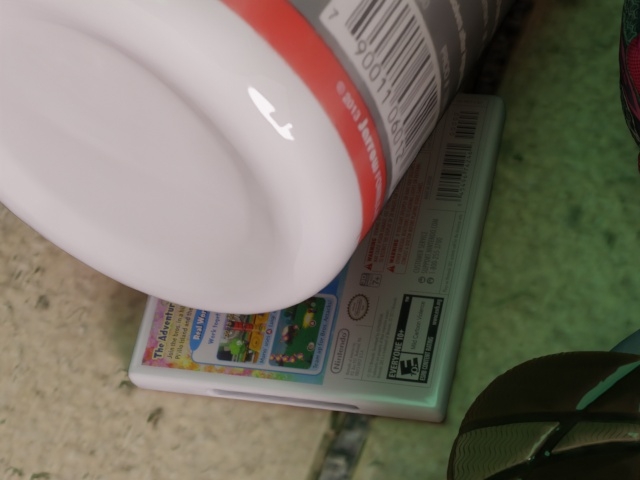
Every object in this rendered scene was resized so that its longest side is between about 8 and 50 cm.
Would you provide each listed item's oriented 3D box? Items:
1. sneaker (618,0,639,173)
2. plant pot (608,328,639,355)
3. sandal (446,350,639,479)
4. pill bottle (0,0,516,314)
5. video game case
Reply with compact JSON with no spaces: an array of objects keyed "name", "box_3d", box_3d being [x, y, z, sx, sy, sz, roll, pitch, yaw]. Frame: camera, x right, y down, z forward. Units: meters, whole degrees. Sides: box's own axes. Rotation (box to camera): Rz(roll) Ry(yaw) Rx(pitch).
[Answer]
[{"name":"sneaker","box_3d":[0.205,-0.160,0.838,0.121,0.112,0.299,9,74,23]},{"name":"plant pot","box_3d":[0.179,0.122,0.665,0.290,0.195,0.290,-6,60,11]},{"name":"sandal","box_3d":[0.138,0.084,0.553,0.219,0.060,0.090,4,56,33]},{"name":"pill bottle","box_3d":[0.000,-0.164,0.850,0.210,0.210,0.363,19,57,23]},{"name":"video game case","box_3d":[0.000,0.000,0.883,0.143,0.019,0.157,5,64,18]}]
